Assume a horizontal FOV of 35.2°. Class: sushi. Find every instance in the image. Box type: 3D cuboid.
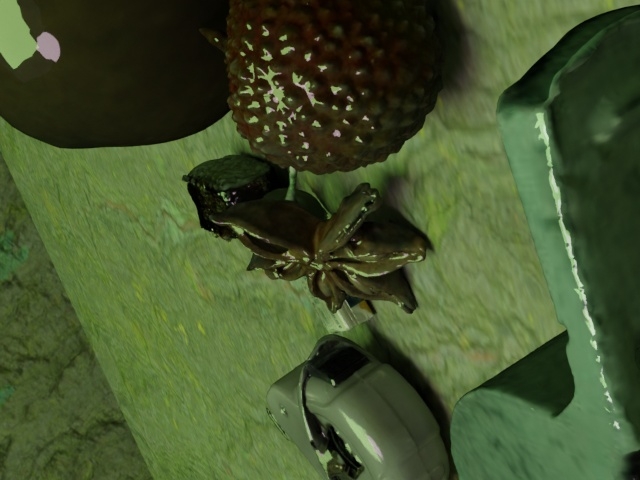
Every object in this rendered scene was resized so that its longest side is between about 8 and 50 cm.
[{"bbox_3d":[-0.090,-0.047,1.112,0.150,0.091,0.078,18,128,61],"label":"sushi"}]

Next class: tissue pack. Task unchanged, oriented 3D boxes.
[{"bbox_3d":[0.014,0.055,1.066,0.083,0.042,0.062,62,156,0],"label":"tissue pack"}]

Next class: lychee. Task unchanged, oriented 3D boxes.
[{"bbox_3d":[-0.005,-0.130,0.739,0.198,0.165,0.165,4,126,24],"label":"lychee"}]

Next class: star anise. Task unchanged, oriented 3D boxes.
[{"bbox_3d":[0.011,0.010,0.946,0.208,0.063,0.172,-6,139,35],"label":"star anise"}]

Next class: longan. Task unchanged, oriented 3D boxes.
[{"bbox_3d":[-0.166,-0.214,0.862,0.243,0.300,0.300,27,144,20],"label":"longan"}]

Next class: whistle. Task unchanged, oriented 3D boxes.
[{"bbox_3d":[0.193,0.079,0.556,0.188,0.168,0.404,42,150,40],"label":"whistle"}]

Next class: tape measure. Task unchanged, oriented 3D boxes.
[{"bbox_3d":[0.048,0.207,1.074,0.236,0.120,0.197,50,153,16],"label":"tape measure"}]

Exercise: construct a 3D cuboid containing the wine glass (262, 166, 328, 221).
[{"bbox_3d":[-0.018,-0.105,0.929,0.074,0.074,0.262,49,153,27],"label":"wine glass"}]
